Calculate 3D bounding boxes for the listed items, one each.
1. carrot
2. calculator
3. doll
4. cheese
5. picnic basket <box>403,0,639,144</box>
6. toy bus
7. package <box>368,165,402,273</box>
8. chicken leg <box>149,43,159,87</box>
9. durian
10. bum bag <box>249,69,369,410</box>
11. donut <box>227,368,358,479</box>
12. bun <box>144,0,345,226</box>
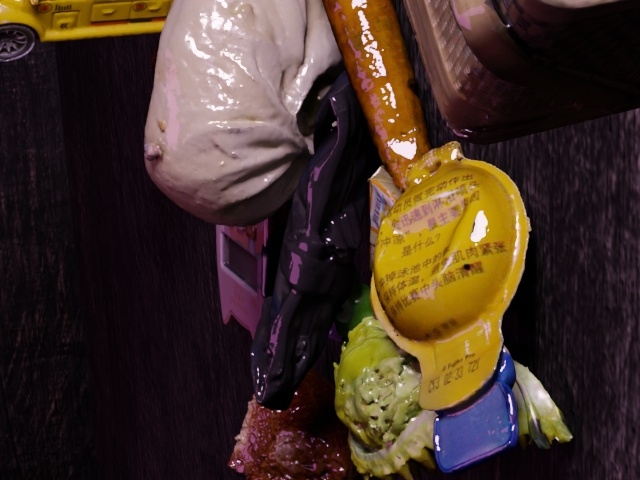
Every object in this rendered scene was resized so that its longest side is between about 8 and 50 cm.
[{"bbox_3d":[0.036,-0.172,1.359,0.066,0.066,0.314,121,137,-65],"label":"carrot"},{"bbox_3d":[-0.078,-0.048,1.840,0.220,0.048,0.329,-144,50,-69],"label":"calculator"},{"bbox_3d":[0.047,0.116,1.501,0.115,0.050,0.190,-24,79,66],"label":"doll"},{"bbox_3d":[0.096,0.046,1.185,0.156,0.064,0.250,-29,54,38],"label":"cheese"},{"bbox_3d":[0.155,-0.155,0.641,0.139,0.267,0.165,115,140,-73],"label":"picnic basket"},{"bbox_3d":[-0.224,-0.292,1.696,0.152,0.330,0.144,114,144,-56],"label":"toy bus"},{"bbox_3d":[0.071,0.005,1.392,0.121,0.031,0.108,-130,35,-57],"label":"package"},{"bbox_3d":[-0.169,-0.230,2.015,0.234,0.063,0.105,124,130,-64],"label":"chicken leg"},{"bbox_3d":[0.070,0.126,1.303,0.375,0.107,0.132,7,112,66],"label":"durian"},{"bbox_3d":[0.000,0.000,1.433,0.137,0.074,0.310,-38,-36,-76],"label":"bum bag"},{"bbox_3d":[-0.017,0.202,1.662,0.186,0.144,0.126,-64,-17,-62],"label":"donut"},{"bbox_3d":[-0.056,-0.133,1.482,0.259,0.160,0.259,18,-90,-82],"label":"bun"}]
